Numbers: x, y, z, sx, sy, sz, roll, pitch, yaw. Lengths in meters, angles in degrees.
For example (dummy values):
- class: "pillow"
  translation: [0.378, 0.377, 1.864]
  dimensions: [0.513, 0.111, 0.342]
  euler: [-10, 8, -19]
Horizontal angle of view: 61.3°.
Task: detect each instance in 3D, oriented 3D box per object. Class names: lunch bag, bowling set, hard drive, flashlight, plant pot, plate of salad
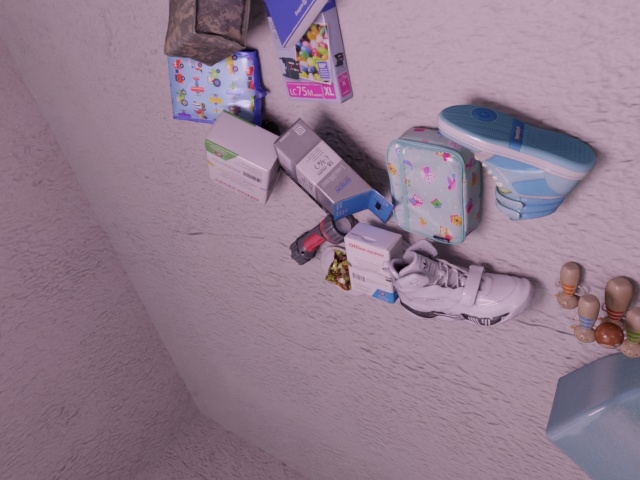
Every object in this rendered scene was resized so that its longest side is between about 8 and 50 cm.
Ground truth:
- class: "lunch bag"
  translation: [0.270, -0.127, 1.313]
  dimensions: [0.224, 0.108, 0.279]
  euler: [18, 134, 35]
- class: "bowling set"
  translation: [0.620, 0.185, 1.168]
  dimensions: [0.287, 0.200, 0.154]
  euler: [21, 137, 39]
- class: "hard drive"
  translation: [-0.092, -0.624, 1.190]
  dimensions: [0.210, 0.040, 0.319]
  euler: [-23, 88, 64]
- class: "flashlight"
  translation: [0.000, 0.000, 1.718]
  dimensions: [0.103, 0.103, 0.304]
  euler: [48, 143, -4]
- class: "lunch bag"
  translation: [-0.290, -0.454, 1.582]
  dimensions: [0.293, 0.138, 0.221]
  euler: [17, 123, 24]
- class: "plant pot"
  translation: [0.715, 0.401, 1.230]
  dimensions: [0.248, 0.247, 0.252]
  euler: [42, 127, 9]
- class: "plate of salad"
  translation: [0.073, 0.109, 1.785]
  dimensions: [0.199, 0.048, 0.200]
  euler: [28, 139, 27]
- class: "lunch bag"
  translation: [-0.281, -0.615, 1.361]
  dimensions: [0.235, 0.168, 0.287]
  euler: [6, 92, 56]

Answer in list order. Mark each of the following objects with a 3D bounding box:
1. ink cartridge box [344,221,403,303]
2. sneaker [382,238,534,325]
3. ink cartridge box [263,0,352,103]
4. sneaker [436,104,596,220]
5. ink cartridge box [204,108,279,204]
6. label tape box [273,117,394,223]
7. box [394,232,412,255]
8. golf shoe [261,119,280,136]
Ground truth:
- class: "ink cartridge box"
  translation: [0.159, 0.064, 1.550]
  dimensions: [0.148, 0.086, 0.203]
  euler: [19, 136, 32]
- class: "sneaker"
  translation: [0.333, 0.107, 1.368]
  dimensions: [0.365, 0.137, 0.210]
  euler: [-6, 138, 39]
- class: "ink cartridge box"
  translation: [-0.035, -0.498, 1.337]
  dimensions: [0.185, 0.065, 0.311]
  euler: [15, 130, 37]
- class: "sneaker"
  translation: [0.377, -0.147, 1.139]
  dimensions: [0.318, 0.127, 0.208]
  euler: [25, 140, 13]
- class: "ink cartridge box"
  translation: [-0.225, -0.238, 1.613]
  dimensions: [0.201, 0.117, 0.278]
  euler: [26, 162, 0]
- class: "label tape box"
  translation: [0.032, -0.147, 1.462]
  dimensions: [0.333, 0.106, 0.240]
  euler: [44, 175, 7]
- class: "box"
  translation: [0.258, 0.085, 1.579]
  dimensions: [0.186, 0.038, 0.145]
  euler: [37, 142, 14]
- class: "golf shoe"
  translation: [-0.188, -0.317, 1.664]
  dimensions: [0.198, 0.077, 0.094]
  euler: [12, 151, 39]
